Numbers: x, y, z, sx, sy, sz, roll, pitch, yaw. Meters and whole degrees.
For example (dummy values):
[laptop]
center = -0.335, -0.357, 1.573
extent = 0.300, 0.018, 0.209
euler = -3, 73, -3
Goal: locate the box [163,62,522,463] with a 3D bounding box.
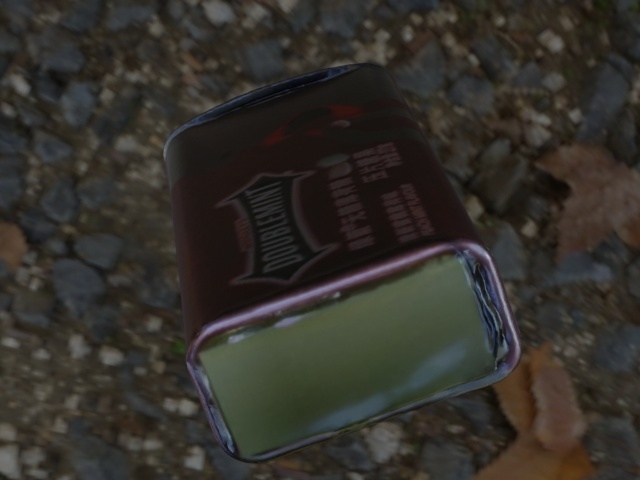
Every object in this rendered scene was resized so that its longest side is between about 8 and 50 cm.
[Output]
[box]
center = 0.000, 0.000, 0.705
extent = 0.120, 0.224, 0.069
euler = -18, 114, 2
